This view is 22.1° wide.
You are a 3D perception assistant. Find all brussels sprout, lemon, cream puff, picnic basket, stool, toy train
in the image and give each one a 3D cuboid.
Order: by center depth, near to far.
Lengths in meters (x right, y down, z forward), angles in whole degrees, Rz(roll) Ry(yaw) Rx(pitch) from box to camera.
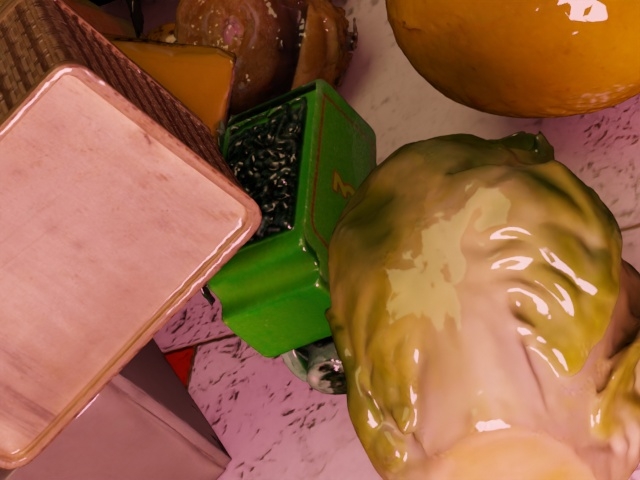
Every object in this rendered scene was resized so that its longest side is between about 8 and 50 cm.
[{"bbox_3d":[0.125,0.061,1.131,0.227,0.259,0.294,-25,41,26],"label":"brussels sprout"},{"bbox_3d":[-0.240,-0.009,1.276,0.313,0.228,0.175,-46,36,8],"label":"picnic basket"},{"bbox_3d":[0.182,-0.222,1.338,0.284,0.260,0.260,24,74,34],"label":"lemon"},{"bbox_3d":[0.000,0.000,1.363,0.132,0.188,0.243,-22,46,30],"label":"toy train"},{"bbox_3d":[-0.257,0.173,1.467,0.243,0.170,0.270,-44,38,3],"label":"stool"},{"bbox_3d":[-0.051,-0.201,1.627,0.189,0.129,0.189,5,99,34],"label":"cream puff"}]

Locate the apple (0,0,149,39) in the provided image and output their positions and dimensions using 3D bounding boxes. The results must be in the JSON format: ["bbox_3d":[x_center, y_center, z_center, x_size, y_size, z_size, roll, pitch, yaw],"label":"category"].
[{"bbox_3d":[-0.322,-0.131,1.687,0.319,0.319,0.277,30,99,51],"label":"apple"}]

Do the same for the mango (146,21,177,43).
[{"bbox_3d":[-0.153,-0.213,1.787,0.079,0.057,0.114,-6,15,-17],"label":"mango"}]

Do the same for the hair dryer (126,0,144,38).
[{"bbox_3d":[-0.121,-0.363,1.665,0.123,0.312,0.340,161,116,-73],"label":"hair dryer"}]

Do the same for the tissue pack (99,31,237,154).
[{"bbox_3d":[-0.214,-0.093,1.462,0.134,0.270,0.192,-83,0,-78],"label":"tissue pack"}]

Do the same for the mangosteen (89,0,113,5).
[{"bbox_3d":[-0.325,-0.422,1.875,0.421,0.381,0.381,-26,43,19],"label":"mangosteen"}]
